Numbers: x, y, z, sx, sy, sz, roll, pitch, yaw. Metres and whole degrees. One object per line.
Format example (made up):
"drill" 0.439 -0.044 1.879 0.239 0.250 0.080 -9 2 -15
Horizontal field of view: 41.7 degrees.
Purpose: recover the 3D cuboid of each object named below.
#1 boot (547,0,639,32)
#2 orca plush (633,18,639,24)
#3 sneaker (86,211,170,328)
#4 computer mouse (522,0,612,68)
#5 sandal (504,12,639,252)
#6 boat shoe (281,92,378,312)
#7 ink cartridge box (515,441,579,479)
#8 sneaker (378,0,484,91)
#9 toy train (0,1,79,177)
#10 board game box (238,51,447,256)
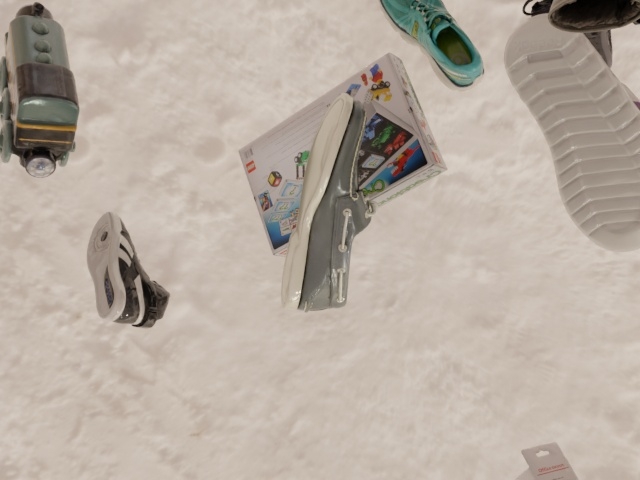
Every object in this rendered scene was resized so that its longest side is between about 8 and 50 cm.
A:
"boot" 0.338 -0.315 0.858 0.076 0.189 0.209 46 53 -29
"orca plush" 0.656 -0.426 1.520 0.151 0.287 0.102 -4 59 1
"sneaker" -0.312 0.058 1.387 0.079 0.121 0.217 -38 46 26
"computer mouse" 0.400 -0.338 1.303 0.188 0.272 0.072 4 70 17
"sandal" 0.423 -0.168 1.280 0.169 0.102 0.416 -18 116 31
"boat shoe" 0.023 -0.043 1.144 0.099 0.116 0.320 10 114 -11
"ink cartridge box" 0.462 0.500 1.665 0.104 0.060 0.180 -3 51 -29
"sneaker" 0.212 -0.403 1.565 0.107 0.110 0.275 -41 80 0
"toy train" -0.500 -0.272 1.490 0.142 0.190 0.334 3 48 -27
"board game box" 0.024 -0.125 1.292 0.305 0.053 0.193 -28 71 27
